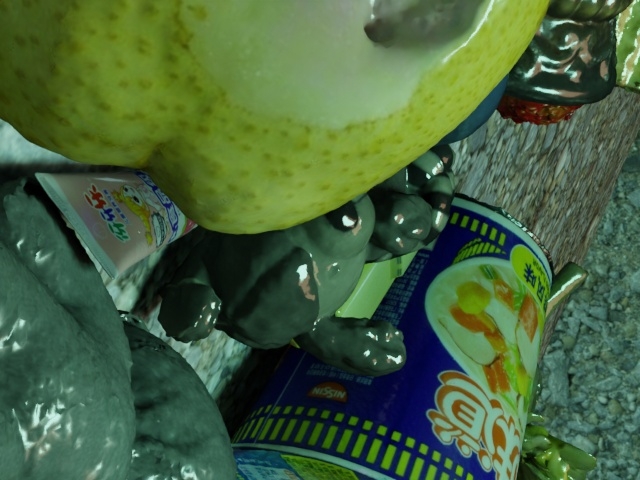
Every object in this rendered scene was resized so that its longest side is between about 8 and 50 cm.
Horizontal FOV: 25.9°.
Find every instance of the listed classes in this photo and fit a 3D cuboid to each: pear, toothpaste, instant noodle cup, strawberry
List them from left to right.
[{"bbox_3d":[-0.107,-0.017,0.795,0.043,0.067,0.194,-36,179,12],"label":"toothpaste"},{"bbox_3d":[-0.028,-0.136,0.581,0.271,0.271,0.271,-55,159,-33],"label":"pear"},{"bbox_3d":[0.079,0.130,1.241,0.284,0.284,0.312,86,24,-55],"label":"instant noodle cup"},{"bbox_3d":[0.268,-0.207,1.501,0.228,0.098,0.174,163,-51,-80],"label":"strawberry"}]

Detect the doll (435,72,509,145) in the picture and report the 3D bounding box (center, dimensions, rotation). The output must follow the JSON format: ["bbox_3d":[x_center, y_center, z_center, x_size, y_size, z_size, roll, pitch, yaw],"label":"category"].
[{"bbox_3d":[0.054,-0.180,0.876,0.154,0.228,0.258,-23,131,-5],"label":"doll"}]

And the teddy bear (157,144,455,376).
[{"bbox_3d":[0.015,-0.002,0.981,0.144,0.171,0.251,-40,-162,48],"label":"teddy bear"}]

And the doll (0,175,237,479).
[{"bbox_3d":[-0.165,0.093,0.700,0.340,0.158,0.245,35,46,-58],"label":"doll"}]

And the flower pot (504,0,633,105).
[{"bbox_3d":[0.175,-0.258,1.025,0.266,0.267,0.267,-38,153,-57],"label":"flower pot"}]

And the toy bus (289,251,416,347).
[{"bbox_3d":[0.021,0.007,1.147,0.175,0.101,0.088,-55,157,-32],"label":"toy bus"}]

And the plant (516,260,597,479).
[{"bbox_3d":[0.164,0.156,1.541,0.306,0.261,0.297,-178,-85,-75],"label":"plant"}]

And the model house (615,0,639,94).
[{"bbox_3d":[0.236,-0.242,1.222,0.160,0.254,0.196,-2,113,-67],"label":"model house"}]
